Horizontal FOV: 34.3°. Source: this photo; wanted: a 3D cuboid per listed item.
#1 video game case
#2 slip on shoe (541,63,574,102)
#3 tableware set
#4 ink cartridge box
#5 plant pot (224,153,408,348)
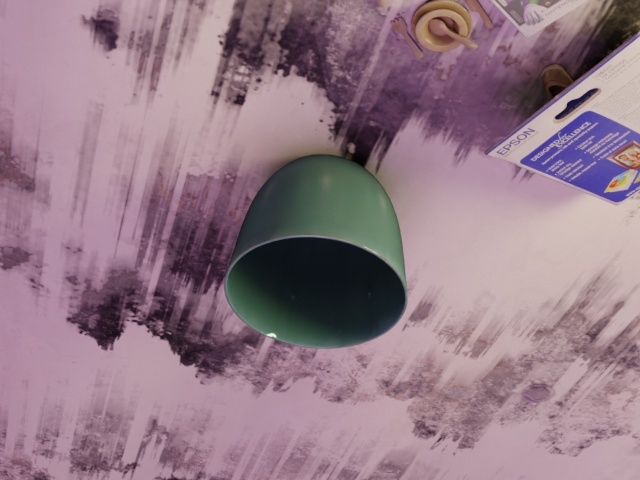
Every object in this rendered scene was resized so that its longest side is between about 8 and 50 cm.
[{"bbox_3d":[0.295,-0.380,1.409,0.173,0.022,0.190,-30,128,34],"label":"video game case"},{"bbox_3d":[0.382,-0.211,1.577,0.051,0.041,0.135,-24,131,30],"label":"slip on shoe"},{"bbox_3d":[0.145,-0.334,1.467,0.128,0.039,0.194,-20,133,27],"label":"tableware set"},{"bbox_3d":[0.448,-0.188,1.533,0.307,0.072,0.303,18,141,-32],"label":"ink cartridge box"},{"bbox_3d":[0.000,0.000,1.720,0.293,0.235,0.293,3,140,3],"label":"plant pot"}]
